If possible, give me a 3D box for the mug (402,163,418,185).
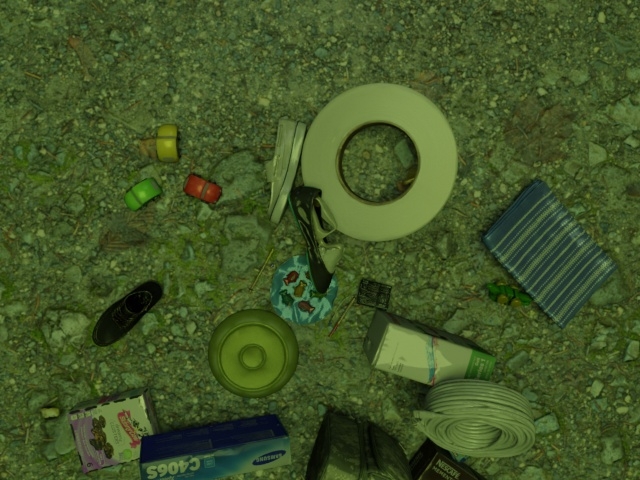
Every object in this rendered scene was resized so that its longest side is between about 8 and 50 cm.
[{"bbox_3d":[0.259,-0.162,1.439,0.062,0.064,0.078,34,91,-5],"label":"mug"}]

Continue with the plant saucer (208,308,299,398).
[{"bbox_3d":[-0.176,0.301,1.457,0.240,0.037,0.241,0,94,-4],"label":"plant saucer"}]

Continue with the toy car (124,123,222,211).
[{"bbox_3d":[-0.400,-0.150,1.407,0.225,0.053,0.239,-35,95,-1],"label":"toy car"}]

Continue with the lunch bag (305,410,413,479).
[{"bbox_3d":[0.105,0.582,1.363,0.255,0.305,0.213,20,95,-1],"label":"lunch bag"}]

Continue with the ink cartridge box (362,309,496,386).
[{"bbox_3d":[0.263,0.281,1.398,0.278,0.201,0.117,18,92,-4],"label":"ink cartridge box"}]

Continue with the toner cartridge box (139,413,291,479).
[{"bbox_3d":[-0.259,0.515,1.366,0.347,0.165,0.075,-5,94,-15],"label":"toner cartridge box"}]

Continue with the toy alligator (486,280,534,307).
[{"bbox_3d":[0.517,0.156,1.485,0.189,0.056,0.051,17,137,-11],"label":"toy alligator"}]

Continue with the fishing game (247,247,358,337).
[{"bbox_3d":[-0.041,0.131,1.453,0.264,0.041,0.189,33,93,-5],"label":"fishing game"}]

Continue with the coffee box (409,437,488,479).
[{"bbox_3d":[0.354,0.662,1.478,0.246,0.098,0.141,37,91,-5],"label":"coffee box"}]

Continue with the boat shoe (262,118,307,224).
[{"bbox_3d":[-0.104,-0.177,1.404,0.088,0.096,0.268,14,92,0],"label":"boat shoe"}]

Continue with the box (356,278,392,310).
[{"bbox_3d":[0.141,0.143,1.462,0.083,0.018,0.067,14,70,-4],"label":"box"}]

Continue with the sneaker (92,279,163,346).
[{"bbox_3d":[-0.498,0.187,1.389,0.222,0.118,0.083,-45,95,0],"label":"sneaker"}]

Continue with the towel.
[{"bbox_3d":[0.606,0.032,1.465,0.243,0.040,0.336,-44,95,-10],"label":"towel"}]

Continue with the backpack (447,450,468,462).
[{"bbox_3d":[0.388,0.474,1.461,0.173,0.117,0.158,-28,94,-2],"label":"backpack"}]

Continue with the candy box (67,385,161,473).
[{"bbox_3d":[-0.523,0.484,1.430,0.196,0.070,0.165,-14,94,-3],"label":"candy box"}]

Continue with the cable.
[{"bbox_3d":[0.363,0.419,1.292,0.257,0.089,0.257,-15,131,28],"label":"cable"}]

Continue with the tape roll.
[{"bbox_3d":[0.143,-0.191,1.386,0.391,0.072,0.392,1,96,9],"label":"tape roll"}]

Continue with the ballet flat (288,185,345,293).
[{"bbox_3d":[0.000,0.000,1.366,0.096,0.095,0.281,-10,107,21],"label":"ballet flat"}]
